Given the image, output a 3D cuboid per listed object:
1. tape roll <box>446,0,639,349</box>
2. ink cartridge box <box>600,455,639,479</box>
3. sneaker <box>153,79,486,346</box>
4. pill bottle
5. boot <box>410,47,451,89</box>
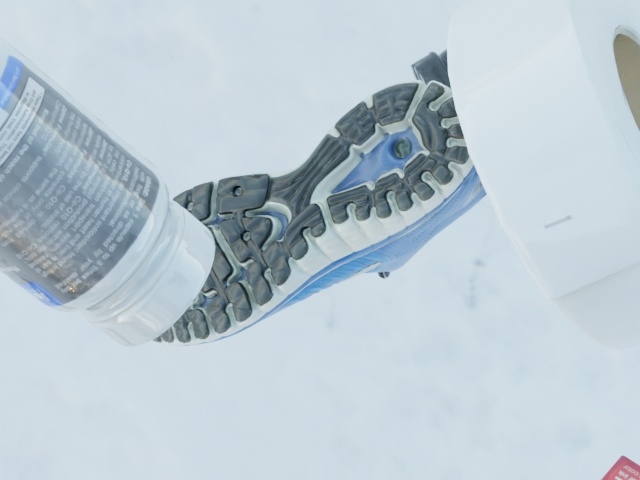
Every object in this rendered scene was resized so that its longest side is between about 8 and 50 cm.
[{"bbox_3d":[0.206,-0.067,1.239,0.100,0.286,0.286,-25,98,25],"label":"tape roll"},{"bbox_3d":[0.154,0.237,1.055,0.072,0.127,0.175,35,55,21],"label":"ink cartridge box"},{"bbox_3d":[0.000,0.000,1.355,0.330,0.147,0.130,-26,65,20],"label":"sneaker"},{"bbox_3d":[-0.114,-0.018,0.731,0.078,0.078,0.137,-48,118,1],"label":"pill bottle"},{"bbox_3d":[0.217,-0.128,1.484,0.207,0.246,0.094,-31,140,0],"label":"boot"}]
